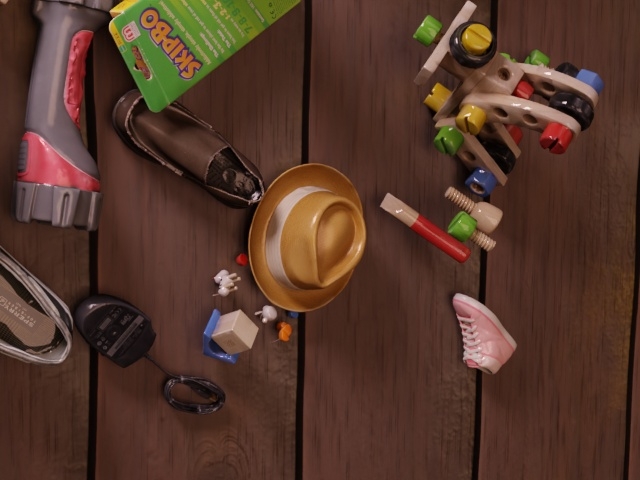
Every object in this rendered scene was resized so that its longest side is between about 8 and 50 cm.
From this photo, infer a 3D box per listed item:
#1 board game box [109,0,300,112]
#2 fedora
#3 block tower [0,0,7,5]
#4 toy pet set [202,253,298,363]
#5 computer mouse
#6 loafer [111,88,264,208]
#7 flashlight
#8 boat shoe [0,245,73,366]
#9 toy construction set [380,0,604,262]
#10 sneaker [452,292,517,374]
[{"bbox_3d":[-0.136,-0.269,1.346,0.259,0.039,0.124,-45,128,-30],"label":"board game box"},{"bbox_3d":[0.000,0.000,1.459,0.194,0.079,0.194,-5,99,-35],"label":"fedora"},{"bbox_3d":[-0.309,-0.422,1.245,0.097,0.091,0.335,32,82,-28],"label":"block tower"},{"bbox_3d":[-0.102,0.101,1.458,0.122,0.065,0.114,49,40,-27],"label":"toy pet set"},{"bbox_3d":[-0.209,0.142,1.413,0.071,0.041,0.242,-47,122,-4],"label":"computer mouse"},{"bbox_3d":[-0.147,-0.111,1.379,0.220,0.078,0.080,31,83,-27],"label":"loafer"},{"bbox_3d":[-0.280,-0.165,1.297,0.103,0.103,0.304,9,89,10],"label":"flashlight"},{"bbox_3d":[-0.398,0.023,1.248,0.335,0.119,0.121,36,81,-26],"label":"boat shoe"},{"bbox_3d":[0.181,-0.156,1.489,0.237,0.257,0.309,33,92,-10],"label":"toy construction set"},{"bbox_3d":[0.220,0.137,1.617,0.134,0.051,0.070,47,71,-29],"label":"sneaker"}]
